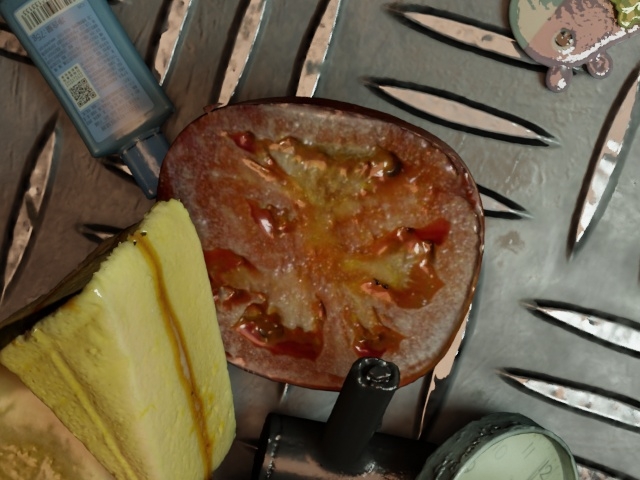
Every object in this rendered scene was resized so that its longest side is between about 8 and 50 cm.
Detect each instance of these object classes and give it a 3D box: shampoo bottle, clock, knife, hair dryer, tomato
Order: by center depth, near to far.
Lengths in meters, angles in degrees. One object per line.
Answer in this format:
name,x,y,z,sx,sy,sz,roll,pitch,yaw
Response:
hair dryer,0.038,0.195,0.944,0.197,0.251,0.089,11,52,-1
tomato,0.004,-0.010,0.949,0.338,0.143,0.338,7,117,14
clock,0.176,0.288,0.967,0.226,0.049,0.226,-10,108,-32
knife,0.393,-0.282,0.989,0.399,0.038,0.132,-23,96,2
shampoo bottle,-0.227,-0.161,0.995,0.104,0.061,0.258,-32,93,2

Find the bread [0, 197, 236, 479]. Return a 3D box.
bread,-0.139,0.115,0.883,0.163,0.167,0.264,-29,108,36

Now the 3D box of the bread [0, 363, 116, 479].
bread,-0.318,0.258,0.978,0.333,0.160,0.332,0,93,0
